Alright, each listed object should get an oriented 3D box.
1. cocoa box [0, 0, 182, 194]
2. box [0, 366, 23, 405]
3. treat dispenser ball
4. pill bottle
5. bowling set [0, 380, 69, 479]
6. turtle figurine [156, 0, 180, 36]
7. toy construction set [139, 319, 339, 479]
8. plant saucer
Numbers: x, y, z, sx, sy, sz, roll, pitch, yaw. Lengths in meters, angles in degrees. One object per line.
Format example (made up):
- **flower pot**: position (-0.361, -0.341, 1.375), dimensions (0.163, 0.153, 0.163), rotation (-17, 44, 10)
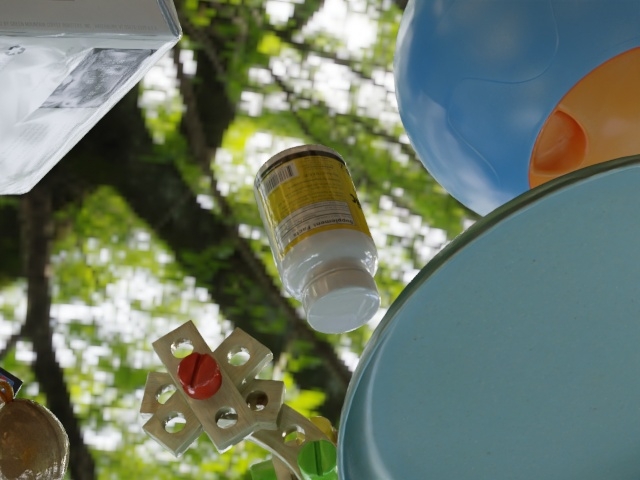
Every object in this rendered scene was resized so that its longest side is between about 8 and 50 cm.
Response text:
- **cocoa box**: position (-0.337, -0.214, 1.542), dimensions (0.231, 0.347, 0.228), rotation (-4, -111, -39)
- **box**: position (-0.376, 0.077, 1.300), dimensions (0.233, 0.044, 0.159), rotation (37, 157, -23)
- **treat dispenser ball**: position (0.207, -0.148, 1.361), dimensions (0.288, 0.288, 0.288), rotation (7, -158, -3)
- **pill bottle**: position (0.000, 0.000, 1.009), dimensions (0.065, 0.065, 0.116), rotation (-1, -131, -21)
- **bowling set**: position (-0.160, 0.142, 0.741), dimensions (0.154, 0.287, 0.200), rotation (-18, 177, 19)
- **turtle figurine**: position (-0.078, -0.301, 1.185), dimensions (0.198, 0.266, 0.275), rotation (-13, 175, 23)
- **toy construction set**: position (-0.005, 0.183, 1.200), dimensions (0.151, 0.327, 0.215), rotation (-24, -125, 11)
- **plant saucer**: position (0.155, 0.073, 0.883), dimensions (0.318, 0.317, 0.043), rotation (-1, -142, -21)
